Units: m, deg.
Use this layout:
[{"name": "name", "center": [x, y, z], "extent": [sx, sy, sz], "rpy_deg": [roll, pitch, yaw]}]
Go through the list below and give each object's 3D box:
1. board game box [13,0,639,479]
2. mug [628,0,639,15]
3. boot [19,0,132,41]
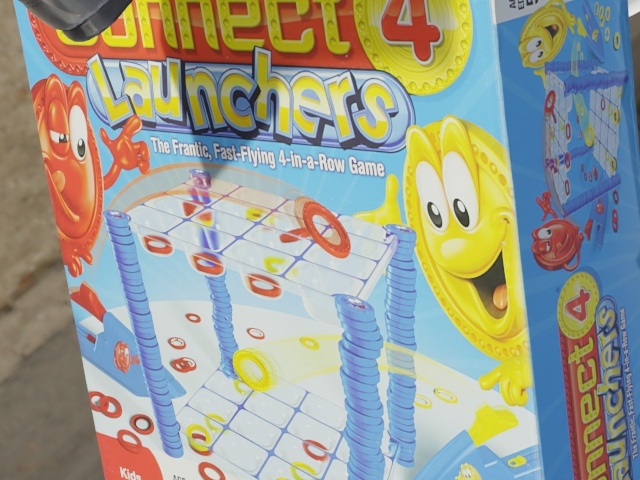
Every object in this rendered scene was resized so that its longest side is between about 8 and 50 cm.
[{"name": "board game box", "center": [0.000, 0.000, 0.708], "extent": [0.308, 0.302, 0.086], "rpy_deg": [8, -157, 45]}, {"name": "mug", "center": [0.063, -0.312, 0.977], "extent": [0.374, 0.328, 0.276], "rpy_deg": [-22, 151, 3]}, {"name": "boot", "center": [-0.129, -0.267, 0.614], "extent": [0.223, 0.118, 0.338], "rpy_deg": [14, 98, -32]}]
